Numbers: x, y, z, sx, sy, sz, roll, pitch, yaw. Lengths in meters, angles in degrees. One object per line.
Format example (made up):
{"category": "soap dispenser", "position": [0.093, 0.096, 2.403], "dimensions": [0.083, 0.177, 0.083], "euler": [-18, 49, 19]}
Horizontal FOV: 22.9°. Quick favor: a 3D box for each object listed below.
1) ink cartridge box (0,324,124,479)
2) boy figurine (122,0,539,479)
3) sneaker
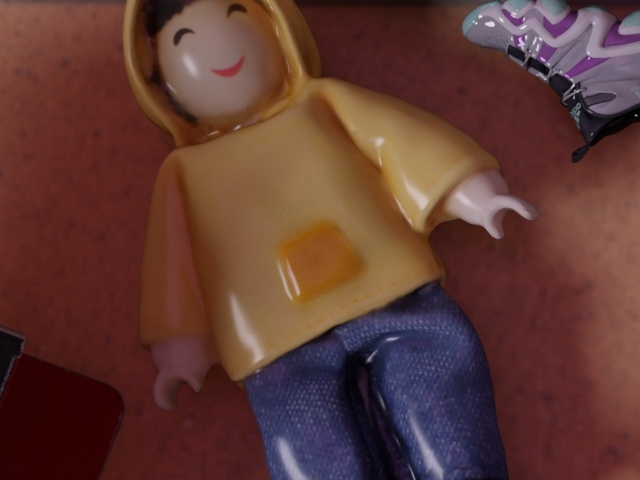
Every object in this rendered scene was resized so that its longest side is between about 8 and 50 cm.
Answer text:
{"category": "ink cartridge box", "position": [-0.235, 0.154, 0.595], "dimensions": [0.271, 0.130, 0.310], "euler": [22, 82, -17]}
{"category": "boy figurine", "position": [0.000, 0.000, 0.661], "dimensions": [0.177, 0.092, 0.285], "euler": [-22, 78, 9]}
{"category": "sneaker", "position": [0.107, -0.067, 0.680], "dimensions": [0.098, 0.038, 0.069], "euler": [6, 78, 13]}
